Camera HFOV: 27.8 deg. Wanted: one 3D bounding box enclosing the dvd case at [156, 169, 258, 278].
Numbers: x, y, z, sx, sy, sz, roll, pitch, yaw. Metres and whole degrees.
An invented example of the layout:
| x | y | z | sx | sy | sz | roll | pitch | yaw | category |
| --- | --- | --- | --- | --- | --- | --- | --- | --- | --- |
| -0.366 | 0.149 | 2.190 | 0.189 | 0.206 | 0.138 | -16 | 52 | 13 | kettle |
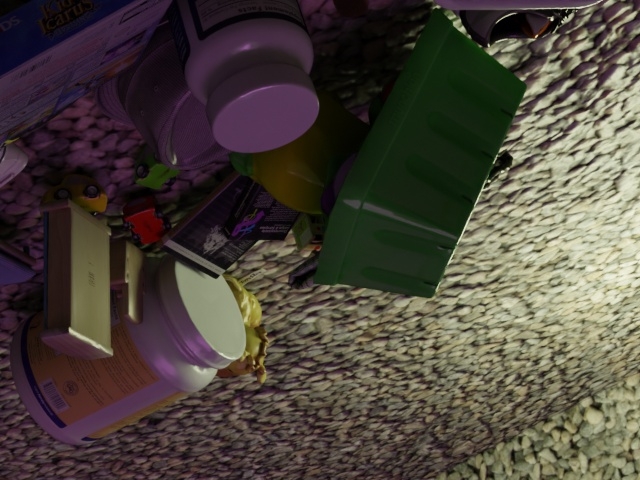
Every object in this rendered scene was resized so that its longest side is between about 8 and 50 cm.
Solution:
| x | y | z | sx | sy | sz | roll | pitch | yaw | category |
| --- | --- | --- | --- | --- | --- | --- | --- | --- | --- |
| -0.132 | -0.039 | 2.039 | 0.221 | 0.018 | 0.164 | -43 | 147 | 9 | dvd case |

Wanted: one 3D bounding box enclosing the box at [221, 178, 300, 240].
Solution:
| x | y | z | sx | sy | sz | roll | pitch | yaw | category |
| --- | --- | --- | --- | --- | --- | --- | --- | --- | --- |
| -0.072 | -0.066 | 2.017 | 0.116 | 0.029 | 0.162 | 1 | 130 | -42 | box |

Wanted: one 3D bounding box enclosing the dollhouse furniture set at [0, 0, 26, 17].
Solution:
| x | y | z | sx | sy | sz | roll | pitch | yaw | category |
| --- | --- | --- | --- | --- | --- | --- | --- | --- | --- |
| -0.402 | -0.257 | 1.409 | 0.242 | 0.161 | 0.212 | -26 | 150 | 15 | dollhouse furniture set |

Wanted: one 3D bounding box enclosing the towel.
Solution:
| x | y | z | sx | sy | sz | roll | pitch | yaw | category |
| --- | --- | --- | --- | --- | --- | --- | --- | --- | --- |
| 0.140 | -0.029 | 2.069 | 0.324 | 0.056 | 0.312 | -30 | 179 | 31 | towel |

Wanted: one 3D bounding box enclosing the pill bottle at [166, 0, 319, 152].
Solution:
| x | y | z | sx | sy | sz | roll | pitch | yaw | category |
| --- | --- | --- | --- | --- | --- | --- | --- | --- | --- |
| -0.095 | -0.243 | 1.497 | 0.153 | 0.264 | 0.153 | -13 | 152 | -7 | pill bottle |

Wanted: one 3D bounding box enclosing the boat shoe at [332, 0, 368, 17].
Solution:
| x | y | z | sx | sy | sz | roll | pitch | yaw | category |
| --- | --- | --- | --- | --- | --- | --- | --- | --- | --- |
| 0.026 | -0.345 | 1.627 | 0.056 | 0.048 | 0.153 | -11 | 147 | 14 | boat shoe |

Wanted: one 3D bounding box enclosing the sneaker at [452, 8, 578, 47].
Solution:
| x | y | z | sx | sy | sz | roll | pitch | yaw | category |
| --- | --- | --- | --- | --- | --- | --- | --- | --- | --- |
| 0.316 | -0.327 | 1.745 | 0.272 | 0.108 | 0.100 | -18 | 150 | -2 | sneaker |

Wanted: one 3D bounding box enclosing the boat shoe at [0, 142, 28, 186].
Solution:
| x | y | z | sx | sy | sz | roll | pitch | yaw | category |
| --- | --- | --- | --- | --- | --- | --- | --- | --- | --- |
| -0.511 | -0.058 | 1.775 | 0.258 | 0.095 | 0.084 | -29 | 146 | 22 | boat shoe |

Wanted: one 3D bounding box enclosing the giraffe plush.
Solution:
| x | y | z | sx | sy | sz | roll | pitch | yaw | category |
| --- | --- | --- | --- | --- | --- | --- | --- | --- | --- |
| -0.157 | 0.172 | 2.298 | 0.181 | 0.170 | 0.210 | 13 | 139 | -43 | giraffe plush |

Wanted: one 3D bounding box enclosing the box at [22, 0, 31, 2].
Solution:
| x | y | z | sx | sy | sz | roll | pitch | yaw | category |
| --- | --- | --- | --- | --- | --- | --- | --- | --- | --- |
| -0.310 | -0.357 | 1.278 | 0.175 | 0.051 | 0.220 | 9 | 112 | -51 | box |

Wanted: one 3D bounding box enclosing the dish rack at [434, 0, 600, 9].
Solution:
| x | y | z | sx | sy | sz | roll | pitch | yaw | category |
| --- | --- | --- | --- | --- | --- | --- | --- | --- | --- |
| 0.282 | -0.426 | 1.551 | 0.286 | 0.072 | 0.332 | -6 | 141 | -22 | dish rack |

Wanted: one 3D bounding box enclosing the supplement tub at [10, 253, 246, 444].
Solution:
| x | y | z | sx | sy | sz | roll | pitch | yaw | category |
| --- | --- | --- | --- | --- | --- | --- | --- | --- | --- |
| -0.316 | 0.172 | 2.138 | 0.331 | 0.241 | 0.241 | -27 | 150 | 17 | supplement tub |

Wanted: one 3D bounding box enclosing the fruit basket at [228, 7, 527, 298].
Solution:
| x | y | z | sx | sy | sz | roll | pitch | yaw | category |
| --- | --- | --- | --- | --- | --- | --- | --- | --- | --- |
| 0.052 | -0.129 | 1.786 | 0.392 | 0.392 | 0.283 | -9 | 151 | -15 | fruit basket |

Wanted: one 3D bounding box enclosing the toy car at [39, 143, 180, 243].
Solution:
| x | y | z | sx | sy | sz | roll | pitch | yaw | category |
| --- | --- | --- | --- | --- | --- | --- | --- | --- | --- |
| -0.269 | -0.087 | 1.902 | 0.225 | 0.053 | 0.239 | -37 | 147 | 31 | toy car |

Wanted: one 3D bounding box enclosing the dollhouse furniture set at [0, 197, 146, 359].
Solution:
| x | y | z | sx | sy | sz | roll | pitch | yaw | category |
| --- | --- | --- | --- | --- | --- | --- | --- | --- | --- |
| -0.453 | 0.091 | 1.909 | 0.303 | 0.198 | 0.286 | -9 | 159 | 15 | dollhouse furniture set |

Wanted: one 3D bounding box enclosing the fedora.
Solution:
| x | y | z | sx | sy | sz | roll | pitch | yaw | category |
| --- | --- | --- | --- | --- | --- | --- | --- | --- | --- |
| -0.165 | -0.184 | 1.712 | 0.244 | 0.124 | 0.275 | 7 | 143 | -36 | fedora |

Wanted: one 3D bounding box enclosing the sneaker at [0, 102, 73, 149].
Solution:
| x | y | z | sx | sy | sz | roll | pitch | yaw | category |
| --- | --- | --- | --- | --- | --- | --- | --- | --- | --- |
| -0.447 | -0.157 | 1.588 | 0.385 | 0.145 | 0.147 | -31 | -173 | -10 | sneaker |

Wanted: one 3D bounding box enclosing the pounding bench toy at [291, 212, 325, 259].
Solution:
| x | y | z | sx | sy | sz | roll | pitch | yaw | category |
| --- | --- | --- | --- | --- | --- | --- | --- | --- | --- |
| 0.000 | 0.000 | 2.172 | 0.065 | 0.083 | 0.052 | 4 | 145 | -32 | pounding bench toy |

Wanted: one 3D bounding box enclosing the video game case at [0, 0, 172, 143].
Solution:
| x | y | z | sx | sy | sz | roll | pitch | yaw | category |
| --- | --- | --- | --- | --- | --- | --- | --- | --- | --- |
| -0.294 | -0.200 | 1.404 | 0.269 | 0.061 | 0.244 | -36 | 178 | -28 | video game case |
